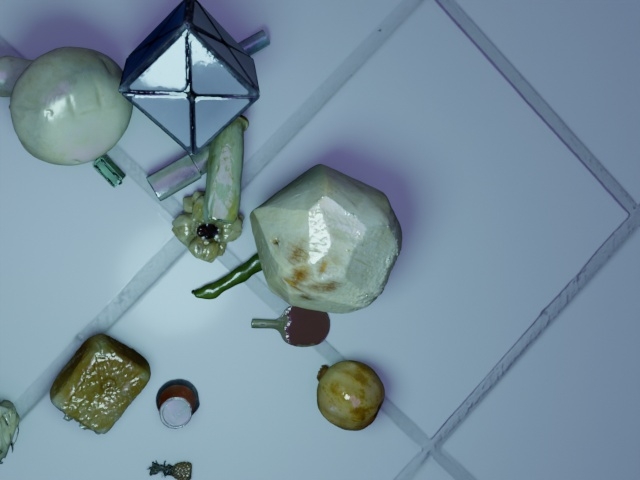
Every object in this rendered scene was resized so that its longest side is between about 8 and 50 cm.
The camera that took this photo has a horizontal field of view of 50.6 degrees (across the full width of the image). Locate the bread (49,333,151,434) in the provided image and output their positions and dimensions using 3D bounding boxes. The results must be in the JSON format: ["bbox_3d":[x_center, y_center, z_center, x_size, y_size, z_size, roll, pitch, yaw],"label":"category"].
[{"bbox_3d":[-0.600,0.382,1.823,0.195,0.176,0.246,41,83,-23],"label":"bread"}]

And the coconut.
[{"bbox_3d":[0.000,0.000,1.825,0.416,0.345,0.415,-1,94,-15],"label":"coconut"}]

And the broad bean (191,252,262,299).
[{"bbox_3d":[-0.248,0.105,1.937,0.256,0.052,0.052,-29,57,-5],"label":"broad bean"}]

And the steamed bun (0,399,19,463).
[{"bbox_3d":[-0.934,0.468,1.744,0.280,0.207,0.268,21,129,-29],"label":"steamed bun"}]

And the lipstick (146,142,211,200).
[{"bbox_3d":[-0.354,-0.204,1.877,0.253,0.079,0.077,-31,96,-10],"label":"lipstick"}]

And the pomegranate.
[{"bbox_3d":[0.083,0.446,1.940,0.207,0.207,0.207,-1,94,-11],"label":"pomegranate"}]

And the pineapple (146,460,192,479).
[{"bbox_3d":[-0.432,0.660,1.937,0.124,0.058,0.058,3,93,-6],"label":"pineapple"}]

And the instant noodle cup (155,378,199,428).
[{"bbox_3d":[-0.401,0.462,1.884,0.127,0.136,0.127,-1,93,-10],"label":"instant noodle cup"}]

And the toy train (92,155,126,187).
[{"bbox_3d":[-0.575,-0.189,1.848,0.038,0.056,0.093,-41,100,12],"label":"toy train"}]

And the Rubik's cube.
[{"bbox_3d":[-0.329,-0.415,1.719,0.259,0.260,0.255,-38,121,19],"label":"Rubik's cube"}]

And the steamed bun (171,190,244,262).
[{"bbox_3d":[-0.317,-0.046,1.882,0.192,0.106,0.177,45,84,-9],"label":"steamed bun"}]

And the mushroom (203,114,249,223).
[{"bbox_3d":[-0.254,-0.199,1.817,0.100,0.081,0.312,7,82,-10],"label":"mushroom"}]

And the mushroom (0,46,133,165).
[{"bbox_3d":[-0.657,-0.340,1.704,0.356,0.315,0.315,6,93,-19],"label":"mushroom"}]

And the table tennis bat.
[{"bbox_3d":[-0.086,0.250,1.991,0.235,0.022,0.131,3,94,-12],"label":"table tennis bat"}]

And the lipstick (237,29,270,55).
[{"bbox_3d":[-0.219,-0.533,1.897,0.158,0.048,0.048,-32,99,-7],"label":"lipstick"}]
